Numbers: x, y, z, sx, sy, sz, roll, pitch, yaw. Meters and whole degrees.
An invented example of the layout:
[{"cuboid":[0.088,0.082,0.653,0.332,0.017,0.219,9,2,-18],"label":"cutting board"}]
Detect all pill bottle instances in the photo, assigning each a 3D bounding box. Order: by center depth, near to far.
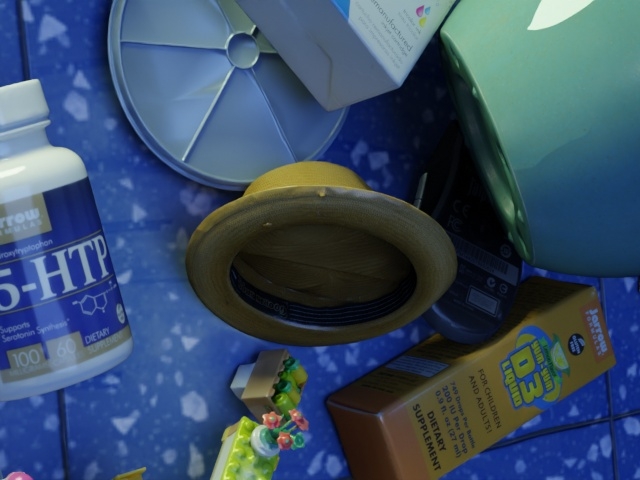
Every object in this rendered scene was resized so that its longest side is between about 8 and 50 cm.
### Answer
[{"cuboid":[-0.195,-0.002,0.881,0.112,0.112,0.187,-20,100,-29],"label":"pill bottle"}]

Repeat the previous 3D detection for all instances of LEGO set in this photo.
[{"cuboid":[-0.071,0.158,0.906,0.287,0.107,0.132,-24,79,-43],"label":"LEGO set"}]

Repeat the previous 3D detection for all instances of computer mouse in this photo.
[{"cuboid":[0.153,-0.026,1.123,0.184,0.060,0.262,22,68,-25],"label":"computer mouse"}]

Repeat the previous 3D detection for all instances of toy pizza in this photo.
[{"cuboid":[-0.063,-0.136,1.004,0.201,0.032,0.201,0,91,-30],"label":"toy pizza"}]

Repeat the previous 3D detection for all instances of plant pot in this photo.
[{"cuboid":[0.223,-0.106,0.985,0.235,0.293,0.293,-22,103,1],"label":"plant pot"}]

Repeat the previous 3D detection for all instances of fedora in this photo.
[{"cuboid":[0.000,0.000,0.994,0.194,0.194,0.079,24,44,-29],"label":"fedora"}]

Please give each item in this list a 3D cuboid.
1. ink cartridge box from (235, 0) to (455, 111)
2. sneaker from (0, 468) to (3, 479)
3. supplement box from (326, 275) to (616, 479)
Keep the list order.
[{"cuboid":[0.039,-0.220,1.005,0.134,0.078,0.231,49,51,-23],"label":"ink cartridge box"},{"cuboid":[-0.229,0.242,0.840,0.094,0.151,0.256,15,82,-29],"label":"sneaker"},{"cuboid":[0.123,0.110,1.093,0.233,0.080,0.078,-28,107,-30],"label":"supplement box"}]
